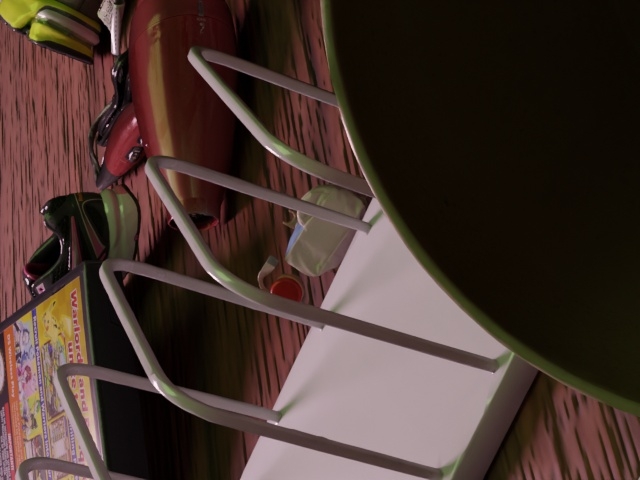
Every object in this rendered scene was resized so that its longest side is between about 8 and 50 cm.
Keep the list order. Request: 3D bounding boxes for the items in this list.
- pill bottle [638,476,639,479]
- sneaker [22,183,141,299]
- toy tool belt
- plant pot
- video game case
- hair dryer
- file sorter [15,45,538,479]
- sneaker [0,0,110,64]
[{"bbox_3d":[0.188,0.120,0.529,0.208,0.117,0.117,20,93,62],"label":"pill bottle"},{"bbox_3d":[-0.188,0.038,1.290,0.072,0.077,0.178,-127,43,-60],"label":"sneaker"},{"bbox_3d":[0.000,0.000,1.031,0.083,0.052,0.051,-59,-1,18],"label":"toy tool belt"},{"bbox_3d":[0.159,-0.094,0.592,0.284,0.284,0.191,-64,-7,16],"label":"plant pot"},{"bbox_3d":[-0.190,0.181,1.212,0.248,0.035,0.275,-31,63,52],"label":"video game case"},{"bbox_3d":[-0.115,-0.101,1.294,0.293,0.080,0.223,-117,30,-56],"label":"hair dryer"},{"bbox_3d":[-0.026,0.066,0.896,0.278,0.173,0.193,-66,28,15],"label":"file sorter"},{"bbox_3d":[-0.247,-0.262,1.590,0.121,0.111,0.300,-56,36,9],"label":"sneaker"}]
